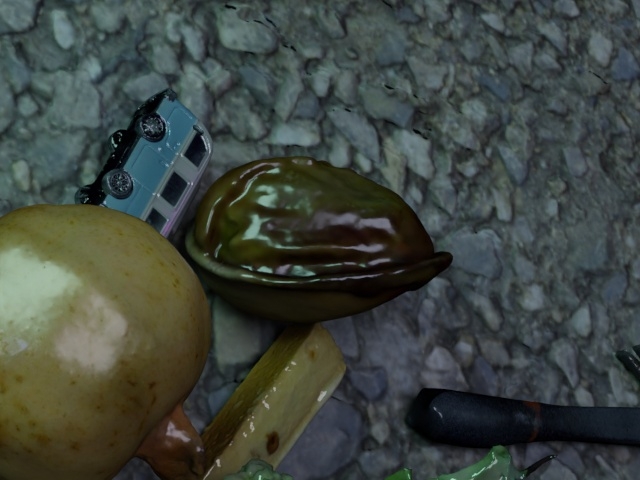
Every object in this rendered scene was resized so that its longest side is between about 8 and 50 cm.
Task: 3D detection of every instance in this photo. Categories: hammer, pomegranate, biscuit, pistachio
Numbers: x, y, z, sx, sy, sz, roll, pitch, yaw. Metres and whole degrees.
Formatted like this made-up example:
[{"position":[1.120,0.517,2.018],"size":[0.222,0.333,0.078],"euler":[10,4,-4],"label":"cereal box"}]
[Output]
[{"position":[0.202,0.150,1.545],"size":[0.289,0.037,0.137],"euler":[8,69,-30],"label":"hammer"},{"position":[-0.178,0.074,1.237],"size":[0.207,0.207,0.207],"euler":[11,67,-28],"label":"pomegranate"},{"position":[-0.045,0.143,1.386],"size":[0.056,0.052,0.188],"euler":[52,55,-21],"label":"biscuit"},{"position":[0.000,0.000,1.404],"size":[0.210,0.131,0.165],"euler":[8,22,-4],"label":"pistachio"}]

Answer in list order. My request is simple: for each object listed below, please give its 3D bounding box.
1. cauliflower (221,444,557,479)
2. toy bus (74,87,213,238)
[{"position":[0.038,0.246,1.254],"size":[0.256,0.315,0.239],"euler":[51,26,11],"label":"cauliflower"},{"position":[-0.132,-0.049,1.396],"size":[0.075,0.060,0.123],"euler":[39,59,-20],"label":"toy bus"}]
